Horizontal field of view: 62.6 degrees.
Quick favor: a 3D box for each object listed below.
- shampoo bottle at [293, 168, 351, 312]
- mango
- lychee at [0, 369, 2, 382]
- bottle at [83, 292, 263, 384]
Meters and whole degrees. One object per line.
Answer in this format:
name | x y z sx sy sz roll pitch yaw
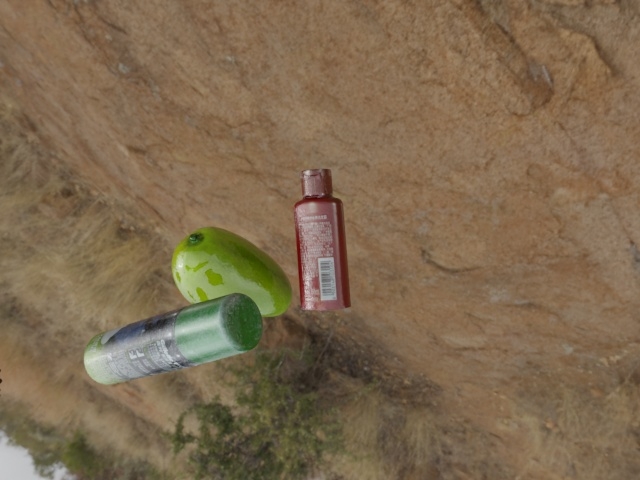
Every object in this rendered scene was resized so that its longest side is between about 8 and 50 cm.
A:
shampoo bottle | 0.000 0.000 1.177 0.118 0.076 0.314 -5 90 27
mango | -0.196 0.095 1.236 0.343 0.192 0.156 35 -165 -37
lychee | -0.959 0.378 1.305 0.306 0.330 0.306 -5 141 -4
bottle | -0.239 0.160 0.828 0.330 0.093 0.093 -19 123 32
